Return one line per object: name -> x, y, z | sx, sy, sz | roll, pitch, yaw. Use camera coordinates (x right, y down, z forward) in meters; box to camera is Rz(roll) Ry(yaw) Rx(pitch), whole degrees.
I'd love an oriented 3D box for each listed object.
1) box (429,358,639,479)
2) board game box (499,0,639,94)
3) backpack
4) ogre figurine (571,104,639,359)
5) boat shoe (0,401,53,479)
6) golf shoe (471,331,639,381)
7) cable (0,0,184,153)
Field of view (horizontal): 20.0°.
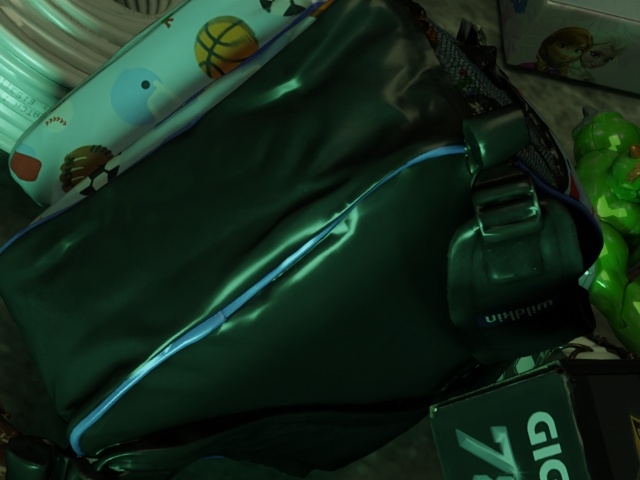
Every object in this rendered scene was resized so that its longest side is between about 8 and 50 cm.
box -> 0.180, 0.199, 0.792 | 0.293, 0.073, 0.295 | 6, 66, -54
board game box -> 0.270, -0.226, 1.273 | 0.319, 0.066, 0.318 | 11, 52, -16
backpack -> 0.000, 0.000, 0.864 | 0.263, 0.276, 0.213 | 29, 34, -57
ogre figurine -> 0.188, 0.000, 1.058 | 0.118, 0.097, 0.197 | 36, 62, -19
boat shoe -> -0.177, 0.096, 0.834 | 0.207, 0.073, 0.073 | 22, 53, -8
golf shoe -> 0.138, 0.070, 0.980 | 0.077, 0.094, 0.198 | -12, 60, -29
cable -> -0.136, -0.150, 0.984 | 0.257, 0.089, 0.257 | 50, 36, 3
